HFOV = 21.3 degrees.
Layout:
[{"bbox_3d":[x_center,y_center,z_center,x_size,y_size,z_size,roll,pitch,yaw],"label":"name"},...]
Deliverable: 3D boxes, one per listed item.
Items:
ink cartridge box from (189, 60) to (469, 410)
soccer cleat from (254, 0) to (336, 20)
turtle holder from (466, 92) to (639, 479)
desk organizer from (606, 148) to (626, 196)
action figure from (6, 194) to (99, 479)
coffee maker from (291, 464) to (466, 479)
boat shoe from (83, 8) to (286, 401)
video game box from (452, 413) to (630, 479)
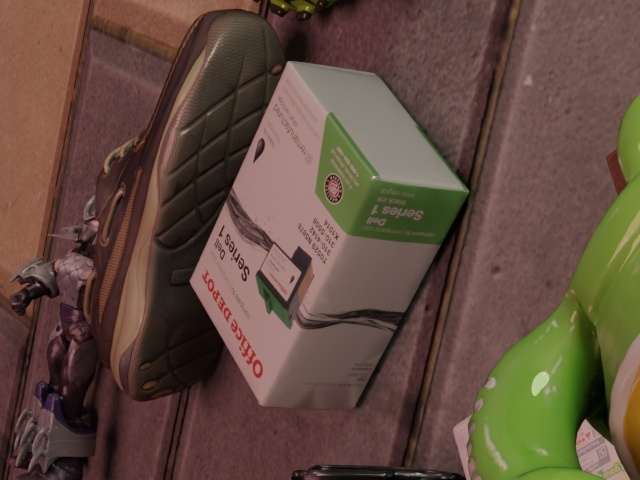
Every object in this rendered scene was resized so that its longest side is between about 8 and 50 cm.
[{"bbox_3d":[0.000,0.000,1.300,0.160,0.093,0.219,56,130,43],"label":"ink cartridge box"},{"bbox_3d":[0.010,-0.248,1.345,0.121,0.093,0.289,-58,26,-14],"label":"soccer cleat"},{"bbox_3d":[0.227,0.051,0.751,0.227,0.320,0.243,-119,40,-48],"label":"turtle holder"},{"bbox_3d":[0.219,-0.006,1.021,0.050,0.047,0.130,-43,52,48],"label":"desk organizer"},{"bbox_3d":[-0.236,0.093,1.638,0.185,0.099,0.285,20,100,60],"label":"action figure"},{"bbox_3d":[0.017,0.245,1.179,0.120,0.171,0.178,150,121,-69],"label":"coffee maker"},{"bbox_3d":[-0.135,-0.037,1.450,0.130,0.132,0.355,33,113,36],"label":"boat shoe"},{"bbox_3d":[0.178,0.164,1.061,0.205,0.048,0.187,-41,52,46],"label":"video game box"}]
